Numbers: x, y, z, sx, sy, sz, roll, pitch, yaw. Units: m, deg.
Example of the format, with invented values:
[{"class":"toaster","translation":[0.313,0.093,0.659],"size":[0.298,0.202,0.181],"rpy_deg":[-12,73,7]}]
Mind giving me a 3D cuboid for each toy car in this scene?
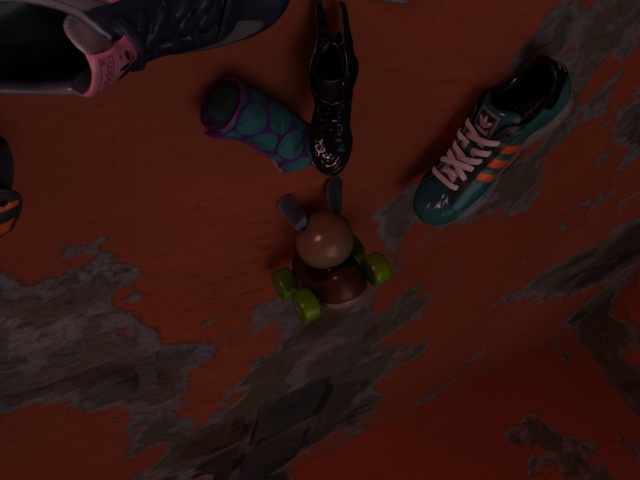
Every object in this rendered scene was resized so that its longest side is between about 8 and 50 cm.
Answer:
[{"class":"toy car","translation":[0.000,0.000,0.903],"size":[0.155,0.149,0.188],"rpy_deg":[-26,123,-18]}]

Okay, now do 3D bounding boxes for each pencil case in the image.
[{"class":"pencil case","translation":[-0.064,-0.123,0.666],"size":[0.151,0.064,0.070],"rpy_deg":[21,93,-55]}]

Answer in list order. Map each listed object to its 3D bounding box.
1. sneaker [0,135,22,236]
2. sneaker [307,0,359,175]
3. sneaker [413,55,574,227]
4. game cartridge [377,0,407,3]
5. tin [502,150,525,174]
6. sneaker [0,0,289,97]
[{"class":"sneaker","translation":[-0.333,-0.077,0.444],"size":[0.180,0.125,0.321],"rpy_deg":[-19,160,-30]},{"class":"sneaker","translation":[0.009,-0.157,0.637],"size":[0.089,0.051,0.170],"rpy_deg":[-9,107,-76]},{"class":"sneaker","translation":[0.242,-0.150,0.892],"size":[0.302,0.108,0.121],"rpy_deg":[-47,148,10]},{"class":"game cartridge","translation":[0.082,-0.283,0.612],"size":[0.056,0.017,0.083],"rpy_deg":[-8,143,-31]},{"class":"tin","translation":[0.276,-0.125,1.029],"size":[0.106,0.040,0.190],"rpy_deg":[8,132,-45]},{"class":"sneaker","translation":[-0.149,-0.160,0.456],"size":[0.319,0.131,0.112],"rpy_deg":[-17,148,-26]}]
